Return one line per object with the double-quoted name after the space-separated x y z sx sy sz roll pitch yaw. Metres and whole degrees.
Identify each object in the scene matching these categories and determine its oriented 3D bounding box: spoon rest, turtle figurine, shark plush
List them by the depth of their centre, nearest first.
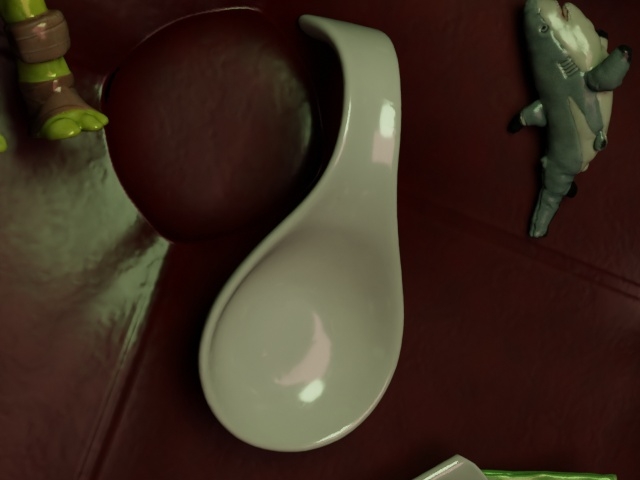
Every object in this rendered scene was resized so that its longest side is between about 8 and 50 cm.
-0.188 -0.156 0.748 0.269 0.087 0.217 -22 111 -57 "turtle figurine"
0.000 0.000 0.887 0.137 0.084 0.276 7 96 -25 "spoon rest"
0.160 -0.085 0.978 0.067 0.073 0.161 5 119 -6 "shark plush"

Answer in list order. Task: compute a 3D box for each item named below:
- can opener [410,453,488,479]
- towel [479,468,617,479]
0.007 0.231 0.934 0.280 0.093 0.074 -25 109 -13 "can opener"
0.153 0.239 1.011 0.113 0.023 0.152 1 98 -3 "towel"
